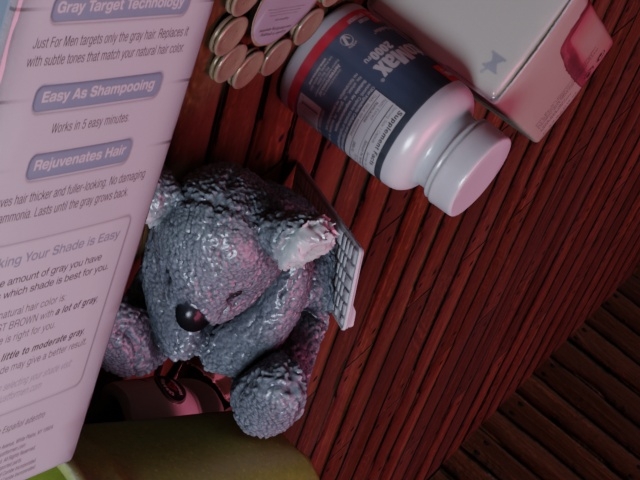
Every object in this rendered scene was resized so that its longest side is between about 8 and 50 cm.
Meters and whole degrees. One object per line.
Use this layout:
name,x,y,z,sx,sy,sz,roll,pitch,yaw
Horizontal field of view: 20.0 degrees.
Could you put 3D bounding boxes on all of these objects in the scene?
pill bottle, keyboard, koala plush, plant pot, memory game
pill bottle,0.065,-0.106,1.510,0.108,0.180,0.108,-46,164,-18
keyboard,0.000,0.000,1.569,0.256,0.014,0.072,-124,-142,-68
koala plush,-0.075,0.009,1.403,0.221,0.196,0.203,85,29,-67
plant pot,-0.139,0.248,1.456,0.254,0.276,0.276,-11,140,-42
memory game,-0.023,-0.192,1.387,0.186,0.012,0.186,-46,164,-17

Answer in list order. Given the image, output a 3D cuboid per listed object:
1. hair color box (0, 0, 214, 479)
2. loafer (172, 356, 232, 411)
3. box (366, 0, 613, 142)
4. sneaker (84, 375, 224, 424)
hair color box,-0.177,-0.043,0.965,0.185,0.114,0.374,-17,131,-61
loafer,-0.081,0.116,1.761,0.251,0.094,0.087,-58,167,25
box,0.158,-0.194,1.629,0.127,0.149,0.232,-53,164,5
sneaker,-0.237,0.246,1.624,0.330,0.122,0.146,-55,145,11
